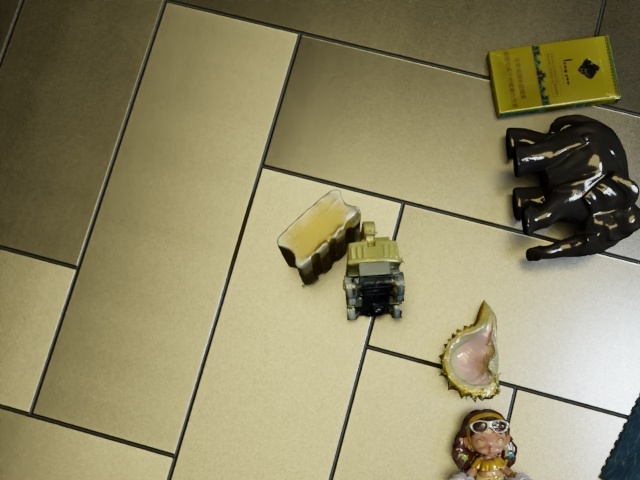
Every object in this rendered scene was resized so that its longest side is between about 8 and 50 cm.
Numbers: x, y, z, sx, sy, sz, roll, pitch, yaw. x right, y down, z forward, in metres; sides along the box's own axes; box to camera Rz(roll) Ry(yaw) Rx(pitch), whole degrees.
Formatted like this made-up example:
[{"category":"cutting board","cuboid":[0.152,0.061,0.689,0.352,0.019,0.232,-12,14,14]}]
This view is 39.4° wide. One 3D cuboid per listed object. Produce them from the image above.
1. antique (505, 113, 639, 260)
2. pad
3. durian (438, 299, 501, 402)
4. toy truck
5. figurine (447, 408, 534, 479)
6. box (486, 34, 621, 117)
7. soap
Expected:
[{"category":"antique","cuboid":[0.541,-0.120,1.909,0.255,0.185,0.322,-3,75,3]},{"category":"pad","cuboid":[0.710,0.404,1.781,0.012,0.269,0.270,36,78,-28]},{"category":"durian","cuboid":[0.330,0.238,1.904,0.140,0.078,0.224,11,69,16]},{"category":"toy truck","cuboid":[0.106,0.066,1.846,0.124,0.272,0.157,-3,71,1]},{"category":"figurine","cuboid":[0.344,0.467,1.835,0.174,0.116,0.240,-3,85,4]},{"category":"box","cuboid":[0.527,-0.372,2.030,0.279,0.041,0.153,-7,78,0]},{"category":"soap","cuboid":[0.000,0.000,1.857,0.173,0.274,0.089,-41,81,-6]}]
